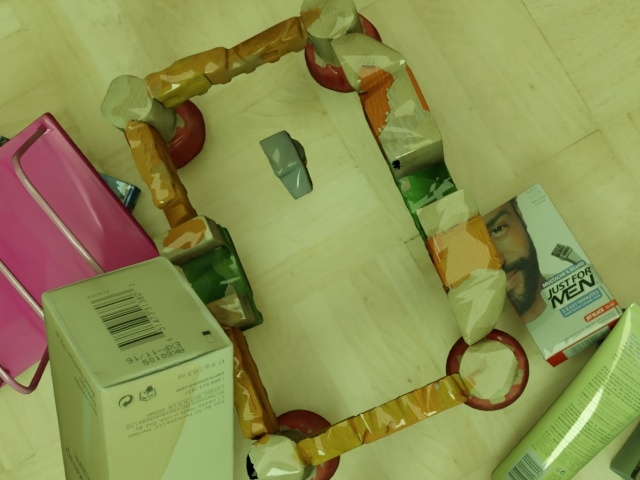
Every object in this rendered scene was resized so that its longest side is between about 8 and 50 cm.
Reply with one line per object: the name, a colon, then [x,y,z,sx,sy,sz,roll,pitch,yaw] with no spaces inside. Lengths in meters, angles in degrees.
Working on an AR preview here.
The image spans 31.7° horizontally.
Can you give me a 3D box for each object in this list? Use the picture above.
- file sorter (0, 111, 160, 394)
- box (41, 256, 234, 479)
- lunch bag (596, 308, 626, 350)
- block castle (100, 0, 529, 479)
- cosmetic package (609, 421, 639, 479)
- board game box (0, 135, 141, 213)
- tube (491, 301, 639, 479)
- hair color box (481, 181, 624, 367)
file sorter: [-0.332,0.052,1.107,0.291,0.182,0.202,-35,104,8]
box: [-0.161,0.188,1.033,0.121,0.311,0.148,-18,40,-26]
lunch bag: [0.326,0.121,1.182,0.067,0.065,0.098,1,81,22]
block castle: [0.000,0.000,1.140,0.303,0.213,0.453,-24,81,5]
cosmetic package: [0.405,0.213,1.111,0.151,0.183,0.151,33,86,5]
board game box: [-0.316,-0.030,1.237,0.201,0.035,0.136,21,85,4]
tube: [0.272,0.177,1.141,0.240,0.070,0.062,-52,44,19]
hair color box: [0.234,0.035,1.172,0.093,0.053,0.167,-33,65,9]
